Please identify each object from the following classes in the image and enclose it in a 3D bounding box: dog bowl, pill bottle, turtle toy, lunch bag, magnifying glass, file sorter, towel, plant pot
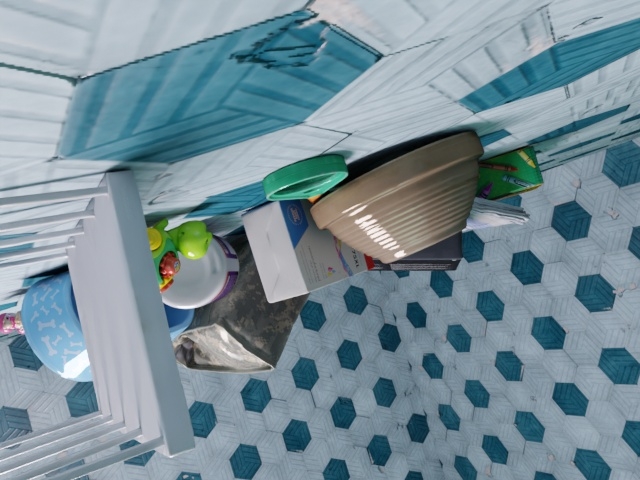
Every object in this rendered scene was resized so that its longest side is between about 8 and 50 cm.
[{"bbox_3d":[-0.304,0.104,0.849,0.074,0.166,0.297,-30,173,21],"label":"dog bowl"},{"bbox_3d":[-0.178,0.041,0.814,0.108,0.108,0.193,-17,177,-2],"label":"pill bottle"},{"bbox_3d":[-0.182,0.020,0.613,0.130,0.066,0.095,-43,-168,-11],"label":"turtle toy"},{"bbox_3d":[-0.171,0.124,1.068,0.287,0.169,0.235,-21,-147,47],"label":"lunch bag"},{"bbox_3d":[-0.010,-0.063,0.651,0.092,0.026,0.231,-18,178,4],"label":"magnifying glass"},{"bbox_3d":[-0.241,0.085,0.441,0.173,0.193,0.277,-12,175,-32],"label":"file sorter"},{"bbox_3d":[0.258,-0.044,1.153,0.209,0.034,0.285,8,169,-35],"label":"towel"},{"bbox_3d":[0.114,-0.041,0.726,0.237,0.110,0.237,-24,178,-1],"label":"plant pot"}]

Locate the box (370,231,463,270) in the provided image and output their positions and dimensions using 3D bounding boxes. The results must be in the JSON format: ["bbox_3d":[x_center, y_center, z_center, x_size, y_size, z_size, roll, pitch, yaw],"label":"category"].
[{"bbox_3d":[0.127,0.000,1.036,0.261,0.103,0.184,0,173,10],"label":"box"}]

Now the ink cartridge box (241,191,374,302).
[{"bbox_3d":[0.000,0.000,0.836,0.078,0.134,0.231,-20,177,35],"label":"ink cartridge box"}]

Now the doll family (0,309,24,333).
[{"bbox_3d":[-0.406,0.105,0.953,0.163,0.118,0.263,-12,163,36],"label":"doll family"}]

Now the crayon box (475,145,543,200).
[{"bbox_3d":[0.390,-0.131,1.221,0.165,0.081,0.278,-17,177,19],"label":"crayon box"}]
